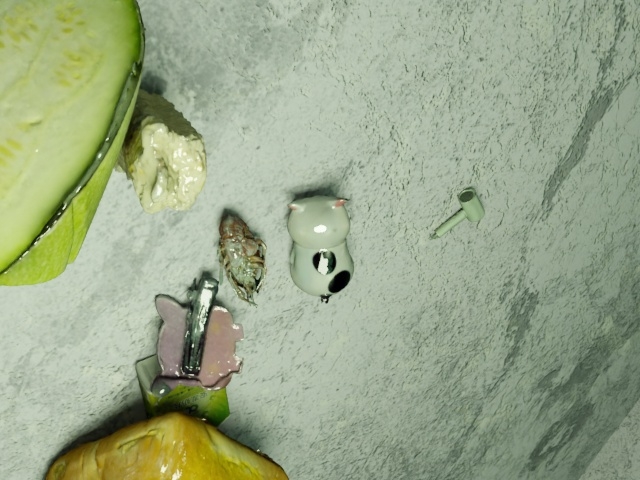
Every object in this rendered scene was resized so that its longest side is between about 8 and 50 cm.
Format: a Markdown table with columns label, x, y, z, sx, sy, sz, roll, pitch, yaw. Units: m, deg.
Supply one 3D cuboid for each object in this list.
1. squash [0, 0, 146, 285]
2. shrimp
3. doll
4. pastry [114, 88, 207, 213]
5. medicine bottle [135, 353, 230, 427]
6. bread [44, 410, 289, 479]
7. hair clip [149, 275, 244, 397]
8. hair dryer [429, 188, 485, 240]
| label | x | y | z | sx | sy | sz | roll | pitch | yaw |
| --- | --- | --- | --- | --- | --- | --- | --- | --- | --- |
| squash | -0.314 | -0.149 | 0.707 | 0.309 | 0.233 | 0.210 | -62 | 172 | 19 |
| shrimp | -0.123 | 0.039 | 1.046 | 0.074 | 0.073 | 0.190 | 0 | 128 | 4 |
| doll | 0.000 | 0.005 | 1.087 | 0.110 | 0.107 | 0.181 | -7 | 116 | -5 |
| pastry | -0.199 | -0.113 | 0.790 | 0.089 | 0.258 | 0.122 | -7 | 111 | -26 |
| medicine bottle | -0.226 | 0.275 | 1.109 | 0.132 | 0.088 | 0.189 | -20 | 125 | -25 |
| bread | -0.250 | 0.429 | 1.064 | 0.328 | 0.148 | 0.337 | -24 | 133 | 20 |
| hair clip | -0.189 | 0.150 | 1.033 | 0.146 | 0.056 | 0.187 | 8 | 81 | -25 |
| hair dryer | 0.259 | -0.042 | 1.278 | 0.124 | 0.038 | 0.063 | -37 | 129 | 0 |
